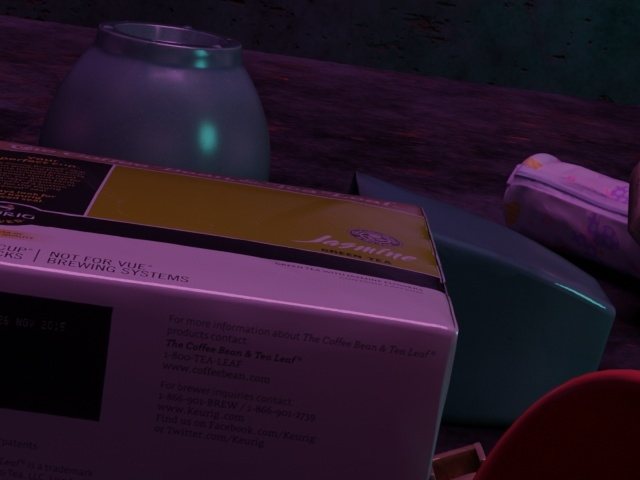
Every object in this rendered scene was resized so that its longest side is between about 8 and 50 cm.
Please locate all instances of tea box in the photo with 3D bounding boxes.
[{"bbox_3d":[-0.099,0.087,1.123,0.329,0.220,0.323,9,15,-1],"label":"tea box"}]

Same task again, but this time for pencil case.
[{"bbox_3d":[0.342,-0.020,2.041,0.124,0.113,0.273,21,1,-43],"label":"pencil case"}]

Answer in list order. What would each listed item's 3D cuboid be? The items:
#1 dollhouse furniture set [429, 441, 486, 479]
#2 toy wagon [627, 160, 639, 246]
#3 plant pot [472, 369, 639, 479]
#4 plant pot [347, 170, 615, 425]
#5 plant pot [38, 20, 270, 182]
[{"bbox_3d":[0.160,0.203,1.156,0.161,0.101,0.182,-16,15,2],"label":"dollhouse furniture set"},{"bbox_3d":[0.490,0.017,1.856,0.344,0.068,0.267,24,38,-6],"label":"toy wagon"},{"bbox_3d":[0.209,0.212,0.778,0.243,0.275,0.275,15,11,-22],"label":"plant pot"},{"bbox_3d":[0.121,0.064,1.493,0.234,0.165,0.166,15,13,-6],"label":"plant pot"},{"bbox_3d":[-0.193,-0.156,2.089,0.293,0.196,0.293,8,14,-2],"label":"plant pot"}]
